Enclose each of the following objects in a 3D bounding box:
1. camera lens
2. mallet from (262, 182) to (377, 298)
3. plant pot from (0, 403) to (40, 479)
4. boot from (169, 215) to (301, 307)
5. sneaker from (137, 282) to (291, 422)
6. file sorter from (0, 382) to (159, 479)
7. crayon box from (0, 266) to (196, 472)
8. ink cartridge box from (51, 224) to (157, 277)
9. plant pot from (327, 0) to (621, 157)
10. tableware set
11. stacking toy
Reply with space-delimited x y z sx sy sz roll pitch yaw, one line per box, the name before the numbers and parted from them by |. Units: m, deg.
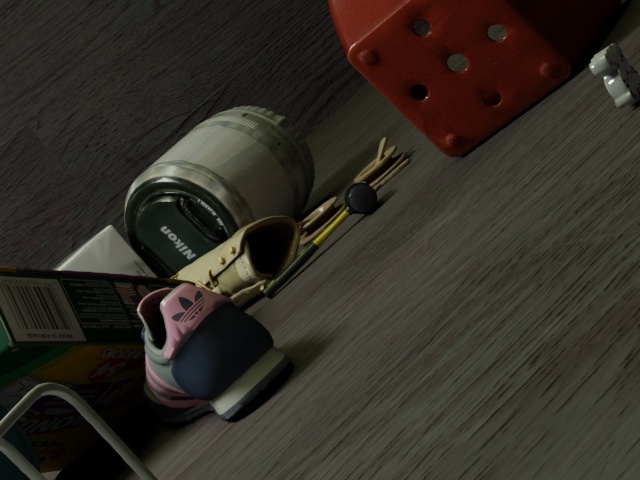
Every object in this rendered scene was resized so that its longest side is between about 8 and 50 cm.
camera lens | -0.152 -0.062 2.040 0.219 0.219 0.274 -35 9 38
mallet | 0.000 0.000 1.645 0.190 0.039 0.062 -46 5 -9
plant pot | -0.432 0.301 1.281 0.271 0.271 0.255 -38 23 24
boot | -0.148 0.075 1.729 0.203 0.095 0.262 -30 9 49
sneaker | -0.131 0.102 1.321 0.112 0.131 0.319 -44 8 -22
file sorter | -0.229 0.245 0.827 0.277 0.173 0.193 -37 9 25
crayon box | -0.338 0.163 1.528 0.313 0.106 0.363 -39 -23 24
ink cartridge box | -0.366 0.144 2.006 0.270 0.197 0.198 -43 8 -16
plant pot | 0.166 -0.255 1.516 0.267 0.267 0.236 -36 22 31
tableware set | 0.035 -0.068 1.828 0.194 0.039 0.128 -41 7 2
stacking toy | 0.331 -0.204 1.114 0.167 0.052 0.221 -33 9 39
